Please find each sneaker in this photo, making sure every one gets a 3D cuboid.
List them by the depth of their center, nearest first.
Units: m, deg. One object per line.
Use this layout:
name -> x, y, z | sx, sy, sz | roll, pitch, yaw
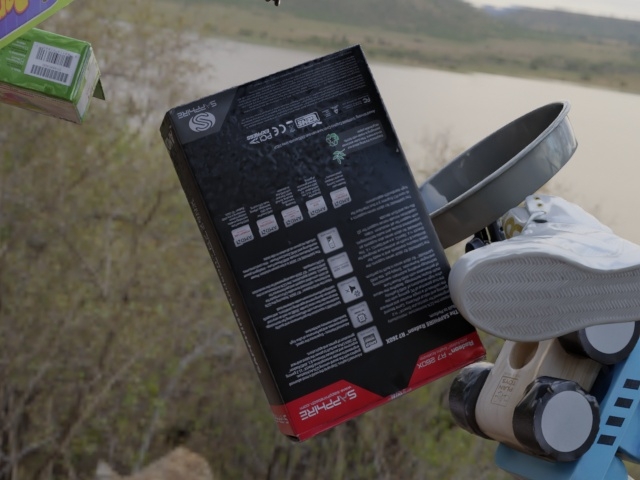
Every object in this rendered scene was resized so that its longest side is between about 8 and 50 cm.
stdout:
sneaker -> 0.226, 0.023, 1.244 | 0.292, 0.108, 0.169 | 2, 26, -33

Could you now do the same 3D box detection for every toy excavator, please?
toy excavator -> 0.402, 0.318, 1.614 | 0.445, 0.433, 0.222 | 32, -12, -21

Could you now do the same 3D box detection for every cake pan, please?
cake pan -> 0.207, -0.075, 1.457 | 0.293, 0.054, 0.293 | -35, 7, 5

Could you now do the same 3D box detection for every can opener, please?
can opener -> 0.239, -0.028, 1.665 | 0.059, 0.186, 0.073 | -10, 1, 26

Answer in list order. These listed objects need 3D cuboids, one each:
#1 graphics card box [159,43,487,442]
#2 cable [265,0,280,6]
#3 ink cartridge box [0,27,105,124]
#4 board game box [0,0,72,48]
graphics card box -> 0.000, 0.000, 1.231 | 0.232, 0.371, 0.094 | -22, -1, -14
cable -> -0.036, -0.394, 1.540 | 0.047, 0.150, 0.184 | 36, 18, -35
ink cartridge box -> -0.445, -0.245, 1.784 | 0.188, 0.097, 0.255 | 16, -13, -1
board game box -> -0.333, -0.309, 1.108 | 0.078, 0.233, 0.347 | 15, 31, 8
